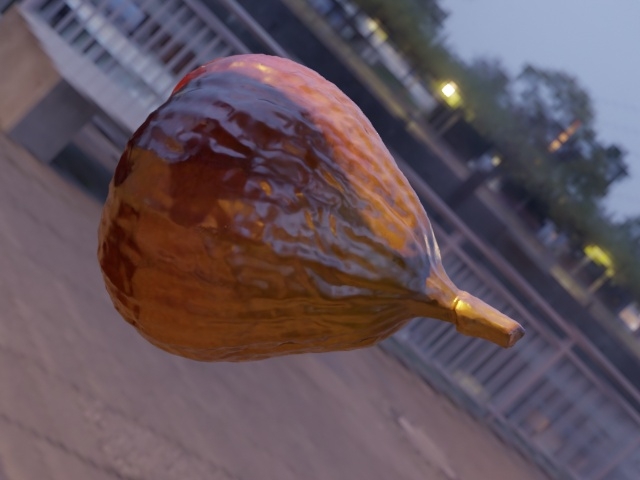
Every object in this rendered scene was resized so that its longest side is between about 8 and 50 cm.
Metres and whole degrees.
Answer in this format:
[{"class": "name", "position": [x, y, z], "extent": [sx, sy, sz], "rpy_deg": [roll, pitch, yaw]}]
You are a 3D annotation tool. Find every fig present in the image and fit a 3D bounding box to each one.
[{"class": "fig", "position": [-0.014, -0.003, 0.573], "extent": [0.153, 0.119, 0.119], "rpy_deg": [28, -10, 49]}]
